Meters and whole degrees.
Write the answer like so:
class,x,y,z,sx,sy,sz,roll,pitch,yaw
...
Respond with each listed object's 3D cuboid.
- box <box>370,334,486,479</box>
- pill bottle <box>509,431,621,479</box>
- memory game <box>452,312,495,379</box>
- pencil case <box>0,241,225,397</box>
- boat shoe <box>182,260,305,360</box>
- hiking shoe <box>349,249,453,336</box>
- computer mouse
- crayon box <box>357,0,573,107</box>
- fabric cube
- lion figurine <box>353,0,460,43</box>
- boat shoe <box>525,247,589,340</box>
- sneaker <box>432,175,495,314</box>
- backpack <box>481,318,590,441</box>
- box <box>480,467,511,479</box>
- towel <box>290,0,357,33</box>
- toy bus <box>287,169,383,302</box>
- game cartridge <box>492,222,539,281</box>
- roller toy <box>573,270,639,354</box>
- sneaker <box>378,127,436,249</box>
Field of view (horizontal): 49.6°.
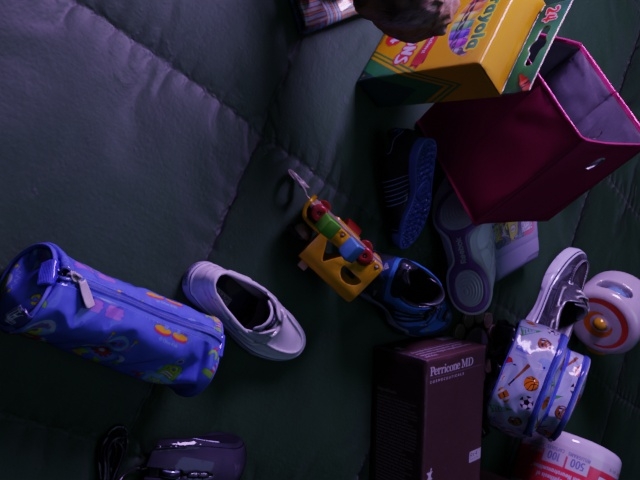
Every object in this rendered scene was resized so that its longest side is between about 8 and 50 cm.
class,x,y,z,sx,sy,sz,roll,pitch,yaw
box,0.210,0.388,1.351,0.191,0.143,0.381,-4,96,-42
pill bottle,0.532,0.661,1.613,0.229,0.229,0.407,36,70,-39
memory game,0.340,0.239,1.536,0.186,0.012,0.186,-5,98,-42
pencil case,-0.258,0.107,0.894,0.306,0.133,0.119,33,48,-41
boat shoe,-0.100,0.121,1.070,0.258,0.084,0.095,37,70,-39
hiking shoe,0.180,0.116,1.289,0.304,0.132,0.113,32,73,-44
computer mouse,-0.211,0.374,1.014,0.262,0.060,0.184,19,81,-42
crayon box,0.234,-0.333,1.163,0.081,0.319,0.202,43,66,-36
fabric cube,0.391,-0.201,1.293,0.254,0.258,0.259,-4,60,-41
lion figurine,0.085,-0.485,1.017,0.142,0.240,0.392,-19,108,-37
boat shoe,0.598,0.164,1.690,0.121,0.119,0.335,48,64,-35
sneaker,0.299,-0.004,1.428,0.152,0.114,0.304,-4,92,-71
backpack,0.435,0.293,1.442,0.263,0.213,0.276,44,63,-62
box,0.409,0.587,1.490,0.149,0.232,0.126,37,71,-39
towel,0.064,-0.532,1.176,0.370,0.040,0.271,-34,116,-35
toy bus,0.008,0.009,1.138,0.104,0.202,0.191,-46,137,8
game cartridge,0.404,-0.066,1.534,0.196,0.060,0.294,-21,109,-35
roller toy,0.743,0.188,1.780,0.146,0.209,0.191,-29,86,-37
sneaker,0.152,-0.098,1.287,0.081,0.090,0.232,-22,131,-40
